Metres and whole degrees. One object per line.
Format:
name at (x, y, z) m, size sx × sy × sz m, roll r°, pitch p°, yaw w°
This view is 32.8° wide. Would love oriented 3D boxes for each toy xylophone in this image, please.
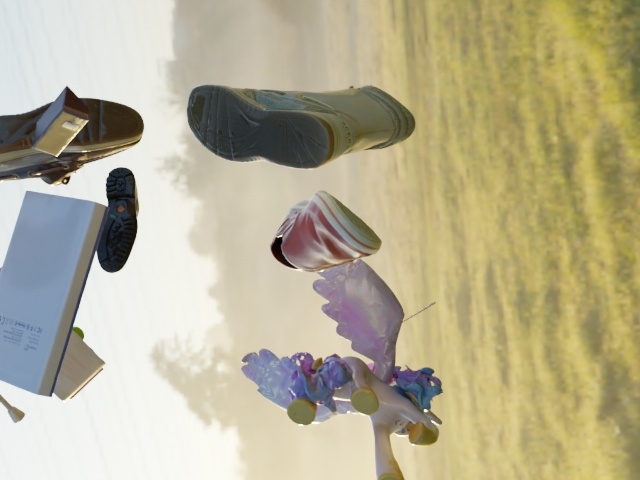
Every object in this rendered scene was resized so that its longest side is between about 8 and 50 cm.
toy xylophone at (-0.581, 0.212, 2.164) m, size 0.081 × 0.236 × 0.322 m, roll 26°, pitch 149°, yaw 59°

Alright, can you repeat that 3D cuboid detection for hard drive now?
hard drive at (-0.468, 0.082, 1.806) m, size 0.040 × 0.210 × 0.318 m, roll 22°, pitch -100°, yaw -46°

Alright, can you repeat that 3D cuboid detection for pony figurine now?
pony figurine at (0.057, 0.238, 1.800) m, size 0.303 × 0.351 × 0.363 m, roll -51°, pitch -2°, yaw 14°

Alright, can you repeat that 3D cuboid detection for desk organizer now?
desk organizer at (-0.420, -0.193, 1.762) m, size 0.130 × 0.047 × 0.050 m, roll -35°, pitch 45°, yaw 46°

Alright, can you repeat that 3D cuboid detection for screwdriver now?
screwdriver at (0.129, 0.148, 1.919) m, size 0.025 × 0.170 × 0.024 m, roll 51°, pitch -164°, yaw -9°

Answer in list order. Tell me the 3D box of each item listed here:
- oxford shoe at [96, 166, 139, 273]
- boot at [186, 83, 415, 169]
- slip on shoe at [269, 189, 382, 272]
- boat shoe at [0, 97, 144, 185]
oxford shoe at (-0.412, -0.031, 2.269) m, size 0.096 × 0.083 × 0.227 m, roll 87°, pitch -172°, yaw -67°
boot at (-0.028, -0.163, 1.442) m, size 0.203 × 0.262 × 0.095 m, roll -19°, pitch -65°, yaw -47°
slip on shoe at (0.000, 0.000, 1.562) m, size 0.123 × 0.101 × 0.331 m, roll 41°, pitch 170°, yaw -11°
boat shoe at (-0.484, -0.162, 1.948) m, size 0.123 × 0.342 × 0.123 m, roll 91°, pitch 163°, yaw -51°
